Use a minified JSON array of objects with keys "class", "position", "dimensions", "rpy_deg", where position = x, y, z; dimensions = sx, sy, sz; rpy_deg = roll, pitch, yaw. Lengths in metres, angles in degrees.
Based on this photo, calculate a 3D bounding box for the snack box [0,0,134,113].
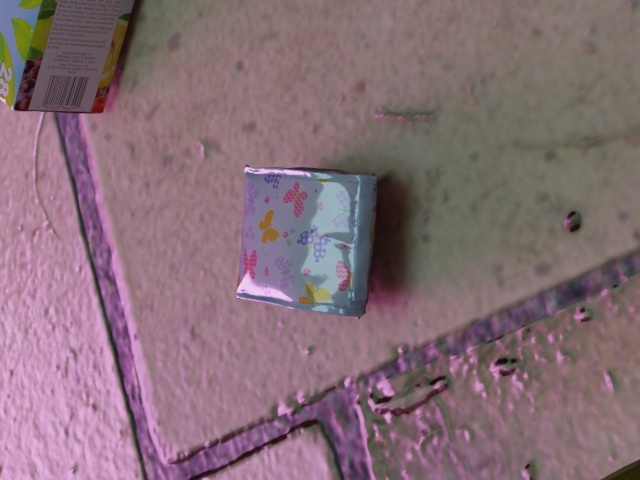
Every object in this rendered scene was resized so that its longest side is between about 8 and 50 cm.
[{"class":"snack box","position":[-0.167,-0.201,1.086],"dimensions":[0.174,0.070,0.207],"rpy_deg":[39,120,40]}]

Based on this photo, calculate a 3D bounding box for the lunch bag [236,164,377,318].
[{"class":"lunch bag","position":[0.000,0.000,0.925],"dimensions":[0.083,0.053,0.071],"rpy_deg":[6,94,57]}]

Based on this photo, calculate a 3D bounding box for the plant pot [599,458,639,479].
[{"class":"plant pot","position":[0.087,0.321,0.658],"dimensions":[0.353,0.366,0.366],"rpy_deg":[55,129,16]}]
